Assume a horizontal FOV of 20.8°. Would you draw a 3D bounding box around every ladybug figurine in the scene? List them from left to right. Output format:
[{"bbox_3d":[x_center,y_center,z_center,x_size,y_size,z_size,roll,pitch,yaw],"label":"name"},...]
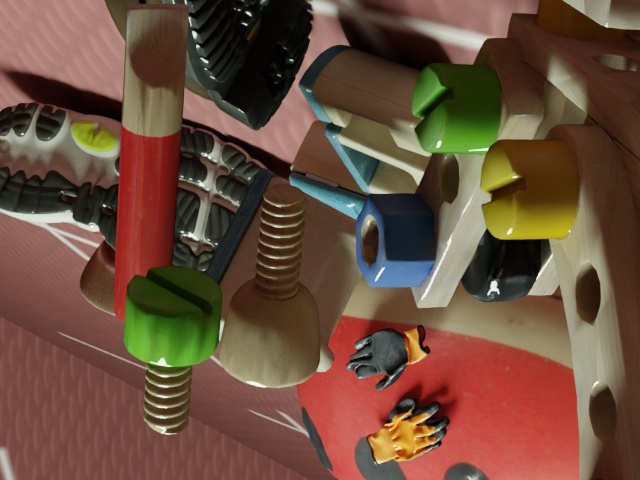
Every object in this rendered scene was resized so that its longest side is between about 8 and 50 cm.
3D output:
[{"bbox_3d":[0.145,0.131,1.169,0.449,0.162,0.305,13,161,46],"label":"ladybug figurine"}]

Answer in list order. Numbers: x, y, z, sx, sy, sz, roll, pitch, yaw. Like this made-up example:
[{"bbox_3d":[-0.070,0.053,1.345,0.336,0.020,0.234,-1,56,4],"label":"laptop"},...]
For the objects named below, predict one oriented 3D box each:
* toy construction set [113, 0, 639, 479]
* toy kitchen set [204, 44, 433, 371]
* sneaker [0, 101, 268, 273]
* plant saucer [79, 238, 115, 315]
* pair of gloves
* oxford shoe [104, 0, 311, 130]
[{"bbox_3d":[0.074,-0.038,0.625,0.309,0.257,0.237,9,120,6],"label":"toy construction set"},{"bbox_3d":[0.000,0.000,0.928,0.122,0.166,0.207,21,166,23],"label":"toy kitchen set"},{"bbox_3d":[-0.109,-0.034,1.228,0.279,0.107,0.118,23,-175,29],"label":"sneaker"},{"bbox_3d":[-0.093,0.012,1.276,0.169,0.029,0.168,-3,-158,1],"label":"plant saucer"},{"bbox_3d":[0.047,0.096,1.080,0.010,0.083,0.074,-6,167,-40],"label":"pair of gloves"},{"bbox_3d":[-0.066,-0.117,0.793,0.096,0.082,0.227,29,167,9],"label":"oxford shoe"}]
